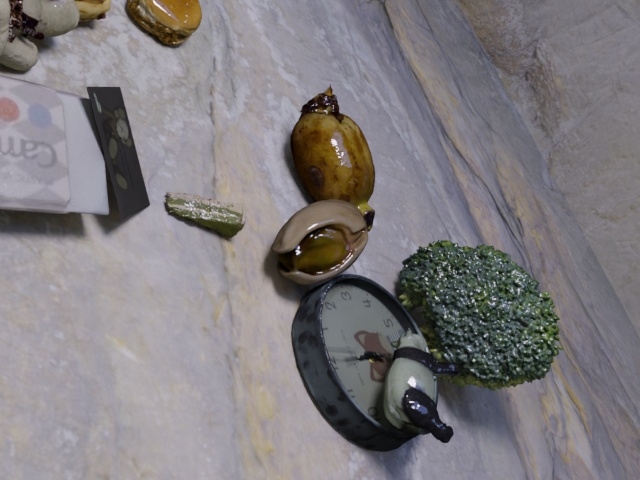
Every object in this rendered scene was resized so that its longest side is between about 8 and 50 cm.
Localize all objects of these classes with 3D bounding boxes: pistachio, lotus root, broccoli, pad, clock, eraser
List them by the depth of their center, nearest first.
[{"bbox_3d":[-0.459,-0.135,0.897,0.396,0.082,0.213,5,73,-50],"label":"eraser"},{"bbox_3d":[-0.296,-0.134,1.080,0.127,0.004,0.190,-66,145,-77],"label":"pad"},{"bbox_3d":[0.089,0.212,1.312,0.325,0.067,0.325,32,39,-31],"label":"clock"},{"bbox_3d":[0.000,0.000,1.321,0.238,0.153,0.138,-33,108,-59],"label":"pistachio"},{"bbox_3d":[0.296,0.172,1.492,0.375,0.302,0.249,37,49,25],"label":"broccoli"},{"bbox_3d":[0.028,-0.158,1.504,0.169,0.141,0.314,-10,78,-51],"label":"lotus root"}]

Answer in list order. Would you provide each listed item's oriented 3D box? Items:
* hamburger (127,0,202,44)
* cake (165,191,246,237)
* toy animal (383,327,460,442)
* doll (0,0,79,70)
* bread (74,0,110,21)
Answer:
[{"bbox_3d":[-0.298,-0.453,1.413,0.138,0.083,0.147,41,38,-27],"label":"hamburger"},{"bbox_3d":[-0.197,-0.044,1.223,0.139,0.055,0.051,11,51,-24],"label":"cake"},{"bbox_3d":[0.164,0.242,1.245,0.121,0.094,0.225,35,38,-13],"label":"toy animal"},{"bbox_3d":[-0.442,-0.334,1.029,0.278,0.149,0.175,-45,117,-47],"label":"doll"},{"bbox_3d":[-0.469,-0.473,1.197,0.210,0.099,0.235,-20,77,-56],"label":"bread"}]
